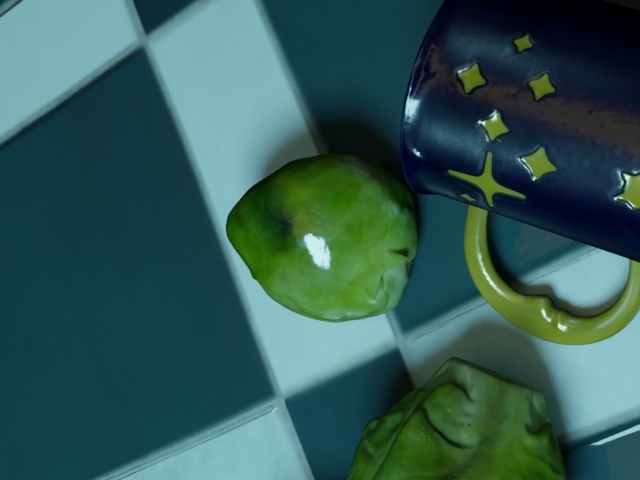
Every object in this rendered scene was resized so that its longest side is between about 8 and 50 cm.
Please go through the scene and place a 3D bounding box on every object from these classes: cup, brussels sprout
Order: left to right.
[{"bbox_3d":[0.000,-0.002,0.885,0.149,0.122,0.151,47,108,24],"label":"brussels sprout"},{"bbox_3d":[0.109,0.185,0.812,0.181,0.143,0.161,-59,38,2],"label":"brussels sprout"},{"bbox_3d":[0.215,-0.052,0.779,0.256,0.255,0.178,23,62,24],"label":"cup"}]
